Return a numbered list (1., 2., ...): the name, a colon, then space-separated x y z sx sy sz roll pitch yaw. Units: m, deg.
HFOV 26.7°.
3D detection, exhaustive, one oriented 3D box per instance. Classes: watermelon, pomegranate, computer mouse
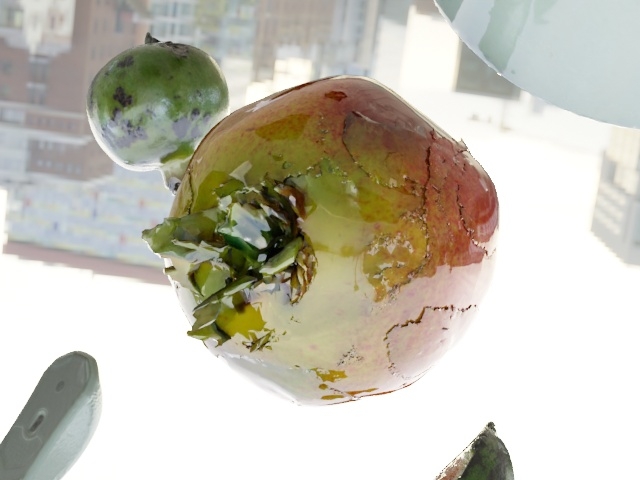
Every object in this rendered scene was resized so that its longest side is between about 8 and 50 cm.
1. watermelon: 0.090 0.266 1.214 0.063 0.245 0.119 42 177 -15
2. pomegranate: -0.124 -0.091 1.104 0.122 0.161 0.122 -23 179 -1
3. computer mouse: -0.265 0.196 1.320 0.089 0.181 0.056 13 156 51
4. pomegranate: 0.000 0.000 0.831 0.210 0.210 0.235 15 -171 32

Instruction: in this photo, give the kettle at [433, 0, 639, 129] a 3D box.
1. kettle: 0.152 -0.153 0.398 0.165 0.255 0.240 -33 -111 -28
